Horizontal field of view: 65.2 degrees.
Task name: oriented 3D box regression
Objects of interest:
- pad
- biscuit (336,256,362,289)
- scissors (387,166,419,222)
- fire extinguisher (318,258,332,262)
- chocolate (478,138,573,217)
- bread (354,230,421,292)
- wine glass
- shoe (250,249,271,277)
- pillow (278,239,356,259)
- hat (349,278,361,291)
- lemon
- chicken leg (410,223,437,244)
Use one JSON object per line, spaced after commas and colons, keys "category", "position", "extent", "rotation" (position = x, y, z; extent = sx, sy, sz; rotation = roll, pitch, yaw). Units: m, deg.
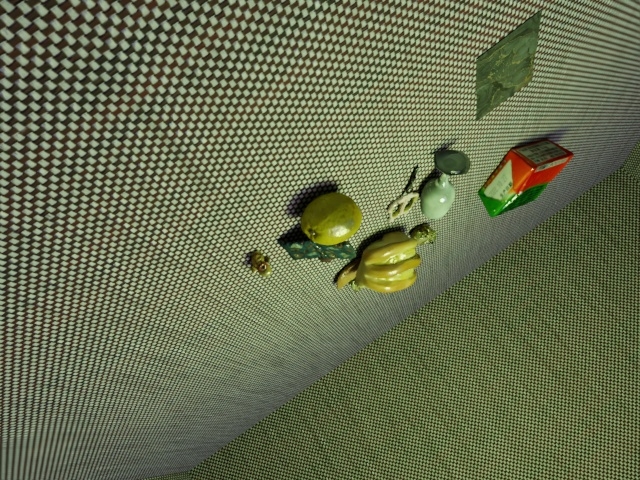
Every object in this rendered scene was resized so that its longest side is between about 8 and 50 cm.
{"category": "pad", "position": [0.622, -0.566, 1.670], "extent": [0.247, 0.007, 0.367], "rotation": [-36, 156, 3]}
{"category": "biscuit", "position": [0.153, 0.133, 2.293], "extent": [0.224, 0.033, 0.144], "rotation": [-39, 152, -2]}
{"category": "scissors", "position": [0.343, -0.183, 1.981], "extent": [0.160, 0.024, 0.318], "rotation": [-25, 153, -21]}
{"category": "fire extinguisher", "position": [0.007, 0.004, 1.820], "extent": [0.106, 0.075, 0.252], "rotation": [-38, 158, -17]}
{"category": "chocolate", "position": [0.972, -0.305, 2.397], "extent": [0.360, 0.161, 0.341], "rotation": [-19, 151, -33]}
{"category": "bread", "position": [0.323, 0.099, 2.212], "extent": [0.315, 0.211, 0.270], "rotation": [-15, 133, -45]}
{"category": "wine glass", "position": [0.475, -0.213, 1.961], "extent": [0.143, 0.143, 0.321], "rotation": [-26, 155, -19]}
{"category": "shoe", "position": [-0.206, 0.083, 1.709], "extent": [0.072, 0.069, 0.109], "rotation": [-20, 146, -18]}
{"category": "pillow", "position": [-0.004, 0.033, 1.759], "extent": [0.255, 0.034, 0.189], "rotation": [1, 162, 13]}
{"category": "hat", "position": [0.170, 0.201, 2.411], "extent": [0.077, 0.059, 0.076], "rotation": [-32, 123, -30]}
{"category": "lemon", "position": [0.036, -0.071, 1.622], "extent": [0.207, 0.170, 0.170], "rotation": [-27, 155, -33]}
{"category": "chicken leg", "position": [0.510, -0.025, 2.404], "extent": [0.227, 0.088, 0.103], "rotation": [4, 122, -50]}
